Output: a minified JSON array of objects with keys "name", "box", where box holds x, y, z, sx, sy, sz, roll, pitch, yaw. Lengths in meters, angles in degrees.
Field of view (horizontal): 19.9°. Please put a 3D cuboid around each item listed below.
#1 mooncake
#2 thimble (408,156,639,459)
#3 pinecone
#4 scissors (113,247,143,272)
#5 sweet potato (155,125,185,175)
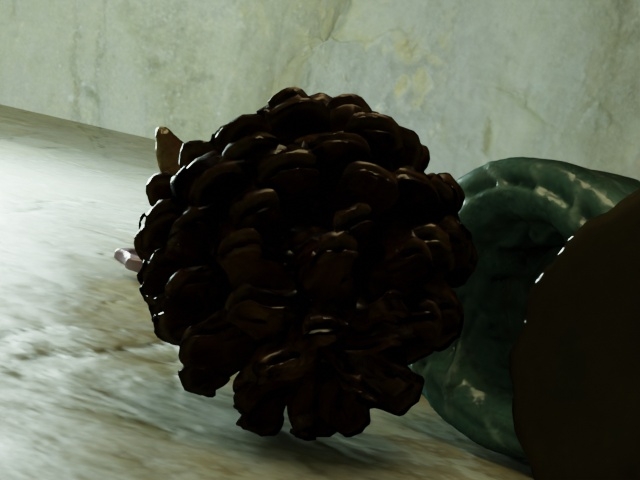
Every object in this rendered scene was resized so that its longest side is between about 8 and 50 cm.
[{"name":"mooncake","box":[0.225,0.078,1.013,0.228,0.228,0.124,18,0,41]},{"name":"thimble","box":[0.173,0.057,1.223,0.143,0.198,0.235,8,40,-46]},{"name":"pinecone","box":[-0.010,0.025,1.115,0.221,0.221,0.221,13,6,-1]},{"name":"scissors","box":[-0.109,0.026,1.695,0.110,0.021,0.212,20,7,18]},{"name":"sweet potato","box":[-0.010,0.001,1.730,0.354,0.106,0.095,26,47,-7]}]
